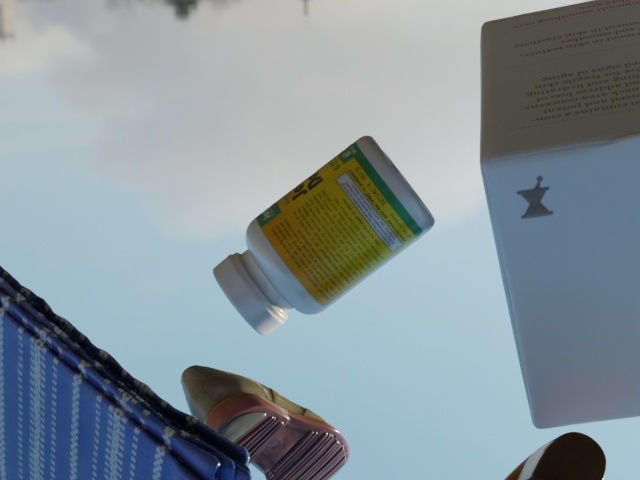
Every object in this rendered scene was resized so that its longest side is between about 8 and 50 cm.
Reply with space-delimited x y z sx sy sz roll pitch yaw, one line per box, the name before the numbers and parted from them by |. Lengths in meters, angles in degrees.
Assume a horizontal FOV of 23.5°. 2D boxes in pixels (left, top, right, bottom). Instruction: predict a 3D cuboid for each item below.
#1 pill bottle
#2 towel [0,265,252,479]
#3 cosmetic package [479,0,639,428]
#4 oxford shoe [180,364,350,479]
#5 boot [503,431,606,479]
pill bottle | 0.000 0.000 1.538 0.208 0.117 0.117 -37 -169 5
towel | -0.177 0.129 0.999 0.336 0.243 0.040 36 -133 28
cosmetic package | 0.357 -0.053 1.667 0.329 0.327 0.393 -8 -153 11
oxford shoe | -0.069 0.249 2.099 0.130 0.123 0.348 48 -178 34
boot | 0.158 0.313 1.476 0.109 0.283 0.220 34 157 9
